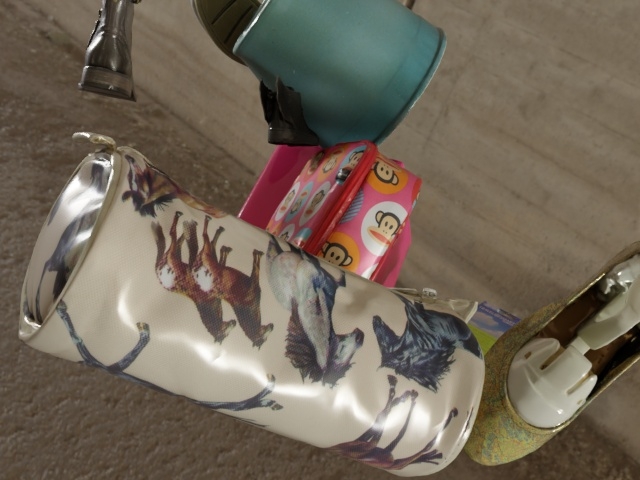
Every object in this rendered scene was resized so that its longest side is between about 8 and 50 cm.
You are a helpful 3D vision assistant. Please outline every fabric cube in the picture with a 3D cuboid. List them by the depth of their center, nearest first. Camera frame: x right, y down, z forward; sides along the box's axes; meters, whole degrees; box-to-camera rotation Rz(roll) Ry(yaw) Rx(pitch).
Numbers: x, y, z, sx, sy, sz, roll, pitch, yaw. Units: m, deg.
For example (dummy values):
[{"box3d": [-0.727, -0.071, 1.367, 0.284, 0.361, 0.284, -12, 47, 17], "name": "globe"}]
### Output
[{"box3d": [0.005, 0.007, 1.193, 0.254, 0.259, 0.258, 13, 58, 21], "name": "fabric cube"}]

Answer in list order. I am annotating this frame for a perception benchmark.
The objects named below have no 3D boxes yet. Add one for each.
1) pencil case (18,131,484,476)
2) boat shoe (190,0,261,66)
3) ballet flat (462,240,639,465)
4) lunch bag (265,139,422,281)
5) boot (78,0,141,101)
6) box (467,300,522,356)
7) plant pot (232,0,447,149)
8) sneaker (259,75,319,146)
[{"box3d": [-0.045, 0.067, 0.560, 0.410, 0.183, 0.160, 27, -21, -27], "name": "pencil case"}, {"box3d": [-0.129, -0.380, 1.203, 0.302, 0.113, 0.103, 34, 9, -43], "name": "boat shoe"}, {"box3d": [0.290, 0.114, 0.708, 0.349, 0.123, 0.123, -38, 54, -9], "name": "ballet flat"}, {"box3d": [0.000, 0.000, 0.872, 0.120, 0.258, 0.293, 32, -4, -14], "name": "lunch bag"}, {"box3d": [-0.306, -0.335, 0.978, 0.091, 0.228, 0.263, 8, 7, -21], "name": "boot"}, {"box3d": [0.263, 0.162, 1.065, 0.178, 0.042, 0.109, -16, 34, -42], "name": "box"}, {"box3d": [0.013, -0.300, 1.023, 0.255, 0.271, 0.271, 34, 25, -17], "name": "plant pot"}, {"box3d": [-0.043, -0.184, 0.938, 0.051, 0.089, 0.170, 1, 6, 19], "name": "sneaker"}]
